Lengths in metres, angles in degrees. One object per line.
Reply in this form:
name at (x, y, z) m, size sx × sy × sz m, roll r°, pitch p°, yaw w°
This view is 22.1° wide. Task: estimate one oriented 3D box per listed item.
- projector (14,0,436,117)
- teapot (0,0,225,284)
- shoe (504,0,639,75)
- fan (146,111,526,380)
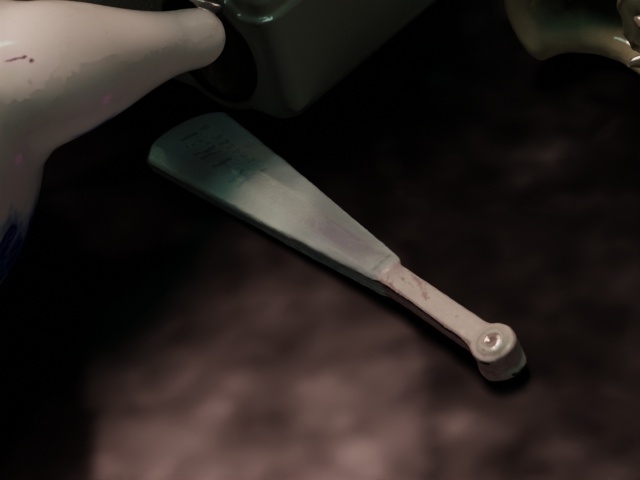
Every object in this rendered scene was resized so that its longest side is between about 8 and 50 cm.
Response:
projector at (-0.061, -0.189, 1.011) m, size 0.256 × 0.099 × 0.192 m, roll 24°, pitch 54°, yaw 36°
teapot at (-0.257, -0.055, 0.824) m, size 0.424 × 0.252 × 0.280 m, roll -13°, pitch 7°, yaw 10°
shoe at (0.228, -0.119, 0.851) m, size 0.293 × 0.109 × 0.149 m, roll 18°, pitch 51°, yaw 37°
fan at (0.000, 0.000, 0.839) m, size 0.057 × 0.023 × 0.282 m, roll -31°, pitch 42°, yaw -21°
